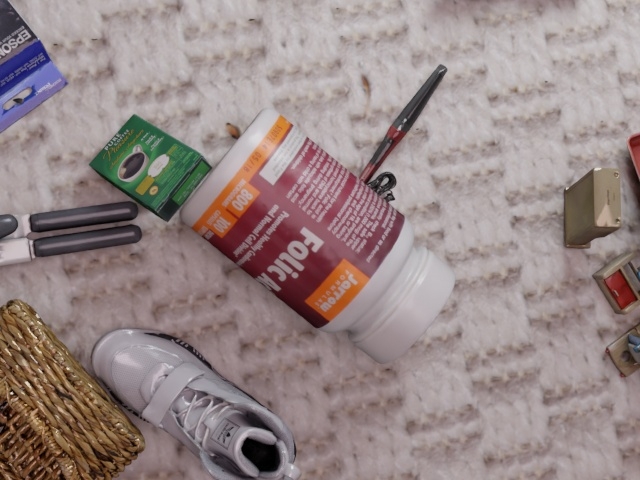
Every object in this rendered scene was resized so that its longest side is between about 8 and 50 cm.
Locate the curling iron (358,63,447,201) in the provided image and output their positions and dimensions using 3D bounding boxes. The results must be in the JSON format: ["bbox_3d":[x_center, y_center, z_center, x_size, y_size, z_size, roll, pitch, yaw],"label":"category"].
[{"bbox_3d":[0.139,-0.174,1.684,0.068,0.035,0.274,30,83,-13],"label":"curling iron"}]

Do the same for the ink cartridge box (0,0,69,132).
[{"bbox_3d":[-0.550,-0.330,1.533,0.165,0.065,0.332,-40,97,-11],"label":"ink cartridge box"}]

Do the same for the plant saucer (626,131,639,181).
[{"bbox_3d":[0.682,-0.100,1.789,0.259,0.048,0.258,-21,92,-13],"label":"plant saucer"}]

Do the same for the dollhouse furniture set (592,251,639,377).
[{"bbox_3d":[0.543,0.131,1.707,0.129,0.129,0.183,-34,95,-11],"label":"dollhouse furniture set"}]

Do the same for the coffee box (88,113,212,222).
[{"bbox_3d":[-0.260,-0.113,1.537,0.113,0.184,0.040,-52,142,-10],"label":"coffee box"}]

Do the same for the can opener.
[{"bbox_3d":[-0.415,-0.010,1.529,0.284,0.095,0.075,-9,90,-12],"label":"can opener"}]

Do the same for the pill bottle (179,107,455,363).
[{"bbox_3d":[0.000,0.000,1.551,0.392,0.224,0.224,39,81,-7],"label":"pill bottle"}]

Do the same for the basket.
[{"bbox_3d":[-0.427,0.262,1.455,0.223,0.213,0.299,-40,96,-11],"label":"basket"}]

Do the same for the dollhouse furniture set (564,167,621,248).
[{"bbox_3d":[0.548,-0.049,1.676,0.242,0.161,0.212,3,79,-3],"label":"dollhouse furniture set"}]

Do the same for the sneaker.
[{"bbox_3d":[-0.179,0.251,1.509,0.366,0.210,0.137,35,81,-8],"label":"sneaker"}]
